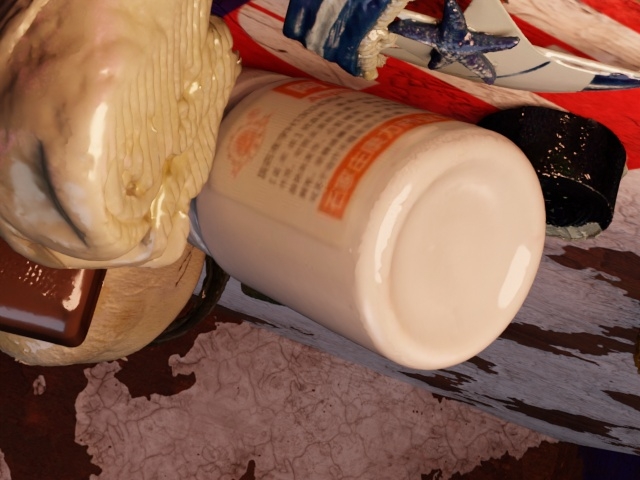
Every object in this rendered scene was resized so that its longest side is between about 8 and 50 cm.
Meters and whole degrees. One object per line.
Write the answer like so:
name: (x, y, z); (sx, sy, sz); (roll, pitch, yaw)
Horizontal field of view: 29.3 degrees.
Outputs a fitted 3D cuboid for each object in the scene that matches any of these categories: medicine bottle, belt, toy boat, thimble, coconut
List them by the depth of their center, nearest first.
toy boat: (0.103, -0.158, 0.901); (0.291, 0.070, 0.210); (10, 172, 20)
medicine bottle: (0.006, -0.038, 1.119); (0.211, 0.211, 0.371); (28, 178, -41)
belt: (0.212, -0.060, 1.163); (0.151, 0.078, 0.198); (14, 165, 3)
coconut: (-0.349, -0.005, 1.649); (0.346, 0.346, 0.360); (12, 177, 31)
thimble: (-0.295, 0.041, 2.014); (0.271, 0.271, 0.150); (21, 171, -13)

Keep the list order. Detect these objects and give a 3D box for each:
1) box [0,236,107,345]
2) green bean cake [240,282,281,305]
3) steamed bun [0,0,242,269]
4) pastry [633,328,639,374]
box: (-0.336, -0.063, 1.374); (0.229, 0.339, 0.239); (17, 169, -6)
green bean cake: (0.000, 0.000, 1.539); (0.094, 0.185, 0.183); (19, 173, -38)
steamed bun: (-0.203, -0.122, 0.982); (0.207, 0.280, 0.268); (13, 169, 14)
pastry: (0.534, 0.154, 1.629); (0.235, 0.132, 0.240); (34, 156, -28)
